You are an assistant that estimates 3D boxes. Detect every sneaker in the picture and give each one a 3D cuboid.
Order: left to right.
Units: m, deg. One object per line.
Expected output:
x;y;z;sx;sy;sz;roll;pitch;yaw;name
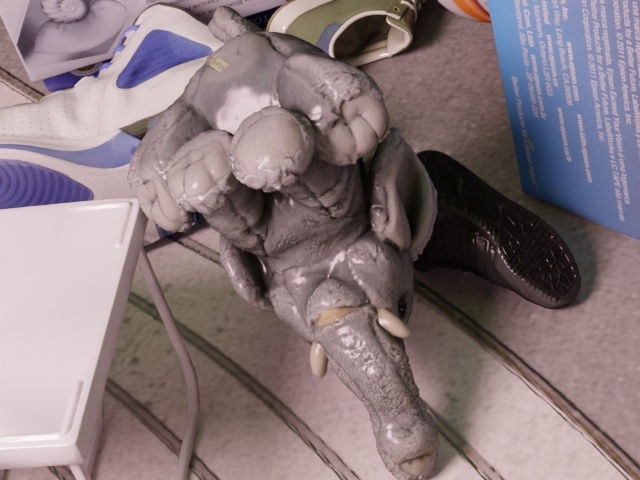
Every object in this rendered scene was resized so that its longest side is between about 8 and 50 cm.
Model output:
-0.152;-0.082;1.222;0.315;0.127;0.182;-11;37;-5;sneaker
0.056;-0.186;1.306;0.192;0.064;0.086;-32;51;-17;sneaker
0.092;-0.004;1.088;0.170;0.089;0.051;40;58;2;sneaker

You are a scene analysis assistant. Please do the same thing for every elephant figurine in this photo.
0.000;0.000;0.997;0.169;0.239;0.186;8;53;46;elephant figurine

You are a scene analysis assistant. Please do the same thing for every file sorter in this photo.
-0.234;0.111;0.982;0.278;0.173;0.193;-5;42;13;file sorter

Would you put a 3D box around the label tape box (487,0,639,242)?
0.271;-0.094;0.986;0.348;0.249;0.115;24;56;37;label tape box

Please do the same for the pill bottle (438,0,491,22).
0.274;-0.254;1.148;0.392;0.224;0.224;12;48;39;pill bottle

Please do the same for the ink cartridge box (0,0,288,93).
-0.142;-0.200;1.271;0.223;0.224;0.045;-18;57;0;ink cartridge box
